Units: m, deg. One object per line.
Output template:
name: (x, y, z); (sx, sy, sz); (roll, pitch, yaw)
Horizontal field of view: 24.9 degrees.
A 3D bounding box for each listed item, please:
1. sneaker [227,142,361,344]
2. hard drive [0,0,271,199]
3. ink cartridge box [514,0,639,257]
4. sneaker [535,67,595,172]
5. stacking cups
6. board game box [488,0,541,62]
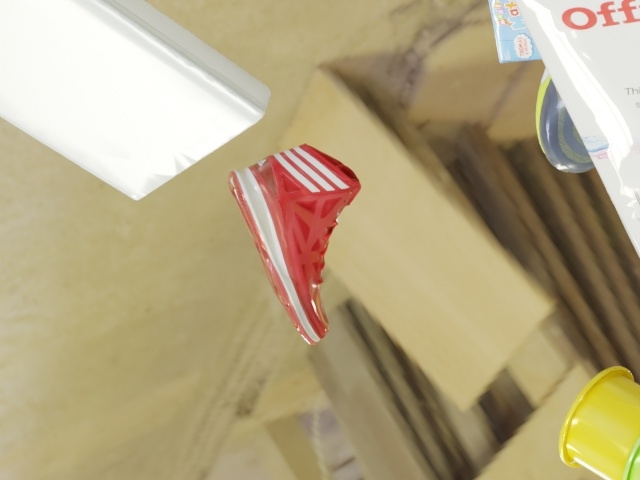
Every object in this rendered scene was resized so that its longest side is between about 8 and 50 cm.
sneaker: (0.000, 0.000, 1.501); (0.128, 0.087, 0.221); (-26, 125, -6)
hard drive: (-0.224, -0.159, 1.251); (0.307, 0.040, 0.203); (33, 140, -27)
ink cartridge box: (0.253, -0.103, 0.829); (0.201, 0.117, 0.278); (-5, 142, 29)
sneaker: (0.302, -0.178, 1.308); (0.300, 0.111, 0.121); (-54, -163, 22)
stacking cups: (0.328, 0.213, 1.107); (0.096, 0.316, 0.096); (-26, 132, -32)
board game box: (0.340, -0.316, 1.981); (0.212, 0.039, 0.160); (-4, 143, 13)
